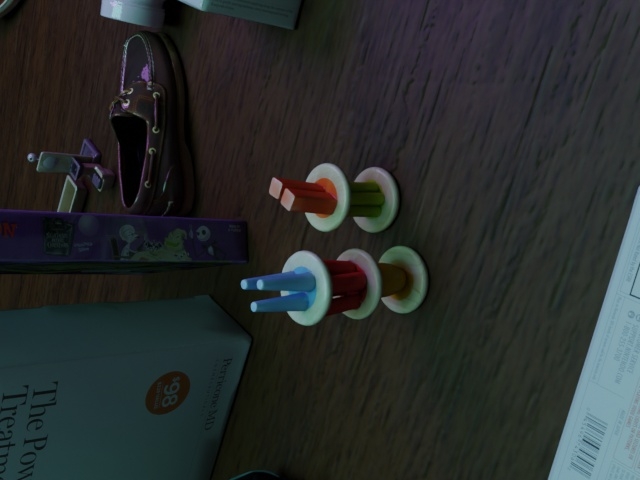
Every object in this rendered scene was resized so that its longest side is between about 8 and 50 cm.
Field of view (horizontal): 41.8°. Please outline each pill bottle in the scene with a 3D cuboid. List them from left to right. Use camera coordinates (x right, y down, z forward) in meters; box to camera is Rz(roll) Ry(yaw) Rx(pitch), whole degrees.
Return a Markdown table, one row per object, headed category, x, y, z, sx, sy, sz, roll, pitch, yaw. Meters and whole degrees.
| category | x | y | z | sx | sy | sz | roll | pitch | yaw |
| --- | --- | --- | --- | --- | --- | --- | --- | --- | --- |
| pill bottle | -0.181 | -0.298 | 0.850 | 0.086 | 0.086 | 0.152 | 27 | 110 | 45 |

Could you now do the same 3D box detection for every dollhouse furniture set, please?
| category | x | y | z | sx | sy | sz | roll | pitch | yaw |
| --- | --- | --- | --- | --- | --- | --- | --- | --- | --- |
| dollhouse furniture set | -0.313 | -0.055 | 1.009 | 0.091 | 0.081 | 0.114 | 46 | 123 | 37 |

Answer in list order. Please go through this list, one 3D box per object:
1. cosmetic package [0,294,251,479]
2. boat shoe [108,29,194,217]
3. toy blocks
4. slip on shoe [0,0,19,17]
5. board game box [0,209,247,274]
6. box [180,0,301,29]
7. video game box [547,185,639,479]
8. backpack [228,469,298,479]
| category | x | y | z | sx | sy | sz | roll | pitch | yaw |
| --- | --- | --- | --- | --- | --- | --- | --- | --- | --- |
| cosmetic package | -0.247 | 0.241 | 0.792 | 0.097 | 0.284 | 0.377 | 36 | 117 | 40 |
| boat shoe | -0.181 | -0.124 | 0.867 | 0.073 | 0.073 | 0.207 | -26 | 71 | 47 |
| toy blocks | 0.000 | 0.000 | 0.609 | 0.054 | 0.148 | 0.123 | -35 | 66 | 43 |
| slip on shoe | -0.426 | -0.424 | 1.112 | 0.331 | 0.101 | 0.123 | -42 | 63 | 42 |
| board game box | -0.265 | 0.006 | 0.759 | 0.208 | 0.346 | 0.056 | -1 | 88 | 48 |
| box | -0.077 | -0.242 | 0.723 | 0.102 | 0.101 | 0.087 | 35 | 116 | 42 |
| video game box | 0.228 | 0.092 | 0.432 | 0.187 | 0.048 | 0.205 | 29 | 112 | 46 |
| backpack | -0.082 | 0.292 | 0.679 | 0.166 | 0.188 | 0.144 | 40 | 120 | 39 |
